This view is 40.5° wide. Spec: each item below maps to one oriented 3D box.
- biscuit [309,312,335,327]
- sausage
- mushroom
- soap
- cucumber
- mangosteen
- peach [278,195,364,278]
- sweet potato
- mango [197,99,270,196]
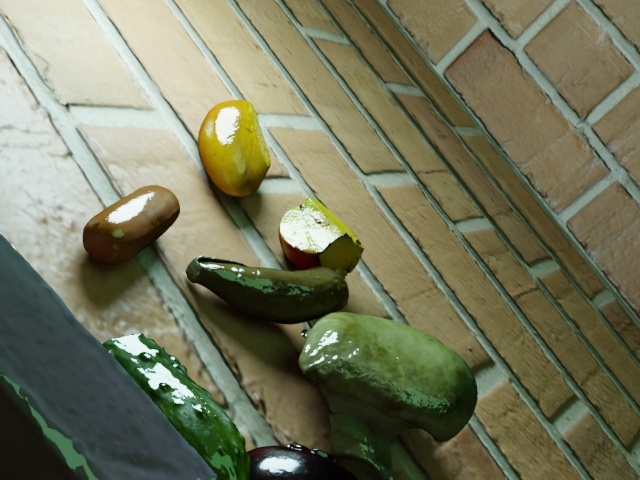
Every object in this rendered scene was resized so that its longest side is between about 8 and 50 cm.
[{"bbox_3d":[-0.005,0.114,1.424,0.071,0.018,0.147,1,53,-52],"label":"biscuit"},{"bbox_3d":[-0.254,-0.026,1.191,0.076,0.076,0.197,45,25,-3],"label":"sausage"},{"bbox_3d":[0.094,0.192,1.255,0.217,0.212,0.292,61,33,-11],"label":"mushroom"},{"bbox_3d":[-0.274,0.171,0.649,0.285,0.296,0.107,49,24,0],"label":"soap"},{"bbox_3d":[-0.145,0.201,0.872,0.134,0.134,0.244,14,13,-47],"label":"cucumber"},{"bbox_3d":[-0.038,0.317,0.918,0.210,0.210,0.210,35,29,-23],"label":"mangosteen"},{"bbox_3d":[-0.003,0.001,1.477,0.151,0.118,0.151,6,47,-7],"label":"peach"},{"bbox_3d":[-0.071,0.077,1.314,0.285,0.085,0.112,6,27,-34],"label":"sweet potato"},{"bbox_3d":[-0.149,-0.152,1.494,0.217,0.102,0.141,-98,161,-45],"label":"mango"}]
